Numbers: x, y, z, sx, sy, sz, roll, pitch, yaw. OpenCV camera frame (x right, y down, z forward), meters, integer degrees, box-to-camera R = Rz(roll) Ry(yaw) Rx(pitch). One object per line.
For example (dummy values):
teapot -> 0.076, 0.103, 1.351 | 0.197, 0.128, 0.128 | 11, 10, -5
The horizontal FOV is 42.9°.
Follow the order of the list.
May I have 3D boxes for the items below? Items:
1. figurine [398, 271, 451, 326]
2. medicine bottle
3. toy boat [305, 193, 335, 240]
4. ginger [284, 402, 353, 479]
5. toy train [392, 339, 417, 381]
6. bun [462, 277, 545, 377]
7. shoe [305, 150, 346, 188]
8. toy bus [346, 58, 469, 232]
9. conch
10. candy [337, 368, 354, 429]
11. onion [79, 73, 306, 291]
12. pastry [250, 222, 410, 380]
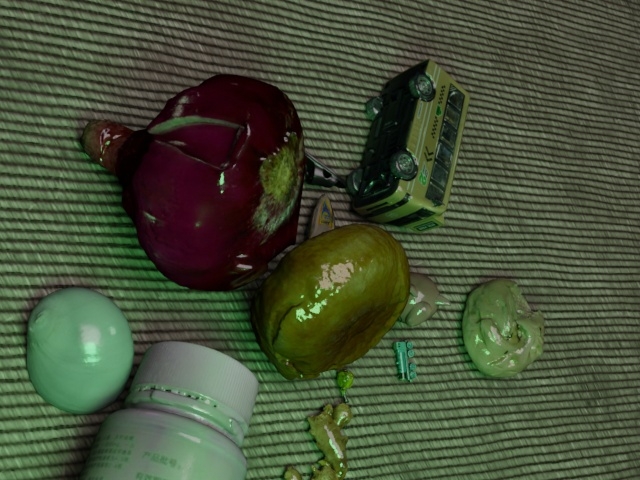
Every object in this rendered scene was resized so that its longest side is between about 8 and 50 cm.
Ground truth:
figurine -> 0.193, 0.127, 1.737 | 0.125, 0.138, 0.125 | 4, 82, -30
medicine bottle -> -0.244, 0.354, 1.337 | 0.256, 0.256, 0.325 | 30, 53, -21
toy boat -> 0.000, 0.000, 1.695 | 0.084, 0.066, 0.210 | 15, 69, -29
ginger -> 0.008, 0.428, 1.593 | 0.193, 0.052, 0.176 | -28, 92, -26
toy train -> 0.182, 0.260, 1.757 | 0.045, 0.029, 0.092 | 0, 78, -24
bun -> 0.430, 0.199, 1.872 | 0.209, 0.116, 0.237 | 18, 69, -27
shoe -> -0.020, -0.146, 1.729 | 0.159, 0.062, 0.053 | 39, 73, -17
toy bus -> 0.206, -0.204, 1.812 | 0.201, 0.177, 0.365 | 30, 62, -28
conch -> -0.407, 0.189, 1.378 | 0.184, 0.121, 0.221 | -27, 97, -4
candy -> 0.052, 0.323, 1.660 | 0.035, 0.035, 0.123 | 16, 73, -70
onion -> -0.240, -0.110, 1.466 | 0.420, 0.398, 0.398 | 7, 67, 15
pastry -> 0.024, 0.119, 1.527 | 0.356, 0.356, 0.164 | -14, 52, -33
